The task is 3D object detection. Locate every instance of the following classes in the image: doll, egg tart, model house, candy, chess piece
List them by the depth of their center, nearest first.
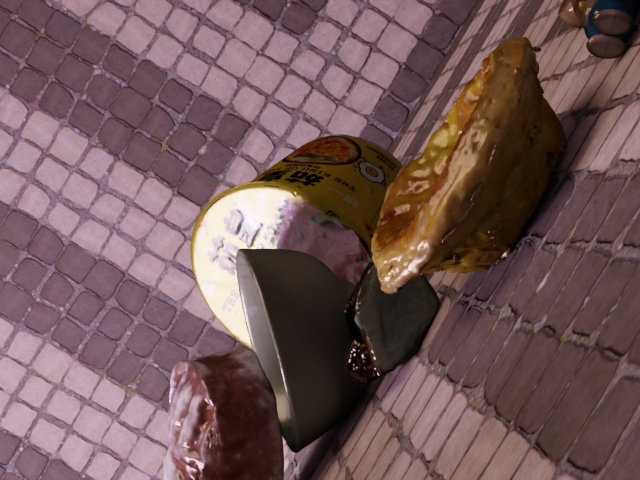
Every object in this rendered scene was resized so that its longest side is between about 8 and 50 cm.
[{"bbox_3d":[0.178,-0.072,1.544,0.341,0.132,0.341,-58,6,9],"label":"egg tart"},{"bbox_3d":[0.328,-0.273,1.558,0.152,0.086,0.114,-79,-1,-46],"label":"doll"},{"bbox_3d":[0.069,0.107,1.724,0.165,0.106,0.152,-56,5,-27],"label":"model house"},{"bbox_3d":[-0.137,0.294,1.864,0.214,0.157,0.289,19,113,60],"label":"candy"},{"bbox_3d":[0.362,-0.334,1.871,0.083,0.038,0.083,-57,4,7],"label":"chess piece"}]

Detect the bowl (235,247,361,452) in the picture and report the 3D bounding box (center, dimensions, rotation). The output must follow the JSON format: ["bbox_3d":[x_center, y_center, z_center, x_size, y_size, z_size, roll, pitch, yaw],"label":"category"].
[{"bbox_3d":[-0.011,0.133,1.876,0.146,0.289,0.289,-15,-4,-10],"label":"bowl"}]

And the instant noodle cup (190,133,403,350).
[{"bbox_3d":[0.000,0.000,2.083,0.325,0.326,0.254,-56,-4,38],"label":"instant noodle cup"}]
